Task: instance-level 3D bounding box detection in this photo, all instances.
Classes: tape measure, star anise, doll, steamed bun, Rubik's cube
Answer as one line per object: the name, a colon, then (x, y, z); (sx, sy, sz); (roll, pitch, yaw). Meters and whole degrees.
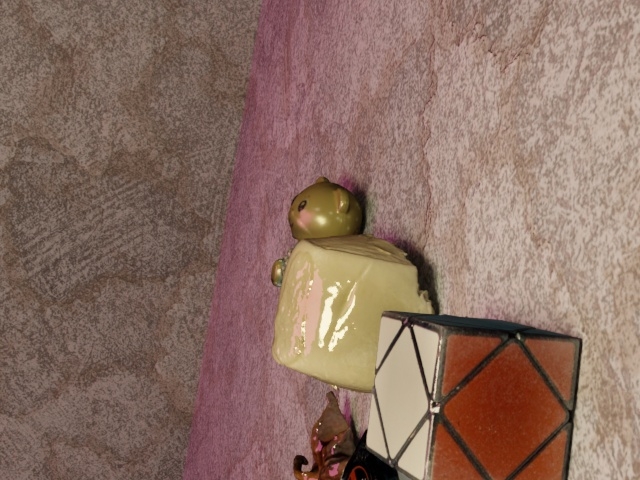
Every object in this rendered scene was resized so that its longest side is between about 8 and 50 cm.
tape measure: (0.102, 0.449, 1.541); (0.182, 0.107, 0.181); (-102, 29, -45)
star anise: (0.015, 0.479, 1.793); (0.350, 0.108, 0.293); (-115, 41, -59)
doll: (0.000, 0.000, 1.913); (0.177, 0.161, 0.261); (-139, 58, -67)
steamed bun: (0.072, 0.131, 1.580); (0.272, 0.273, 0.291); (2, 89, 56)
Rubik's cube: (0.197, 0.209, 1.180); (0.205, 0.205, 0.208); (-178, 93, -71)
